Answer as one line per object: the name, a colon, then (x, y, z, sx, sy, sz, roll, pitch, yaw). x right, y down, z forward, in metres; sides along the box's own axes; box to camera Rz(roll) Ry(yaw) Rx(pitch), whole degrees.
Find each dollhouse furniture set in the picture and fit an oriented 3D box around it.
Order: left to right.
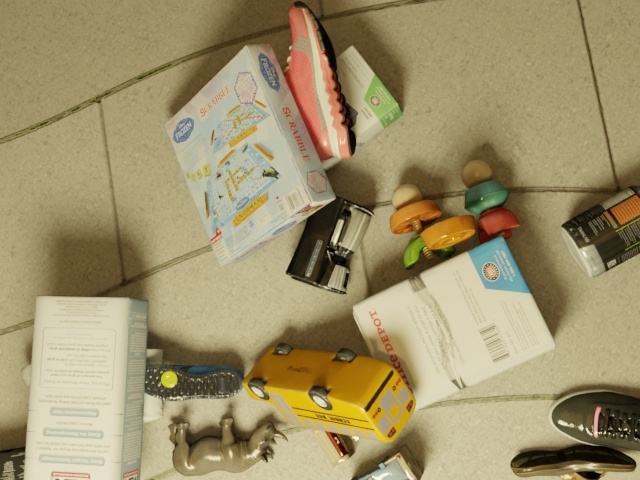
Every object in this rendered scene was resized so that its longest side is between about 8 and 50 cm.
dollhouse furniture set: (0.084, 0.397, 1.705, 0.129, 0.129, 0.184, -34, 80, 5)

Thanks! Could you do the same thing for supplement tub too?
supplement tub: (0.548, -0.024, 1.670, 0.190, 0.117, 0.117, -29, 80, 6)

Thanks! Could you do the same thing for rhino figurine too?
rhino figurine: (-0.181, 0.400, 1.781, 0.243, 0.073, 0.106, -7, 79, 8)

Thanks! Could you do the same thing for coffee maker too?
coffee maker: (0.000, 0.000, 1.778, 0.171, 0.120, 0.178, 20, 87, 35)

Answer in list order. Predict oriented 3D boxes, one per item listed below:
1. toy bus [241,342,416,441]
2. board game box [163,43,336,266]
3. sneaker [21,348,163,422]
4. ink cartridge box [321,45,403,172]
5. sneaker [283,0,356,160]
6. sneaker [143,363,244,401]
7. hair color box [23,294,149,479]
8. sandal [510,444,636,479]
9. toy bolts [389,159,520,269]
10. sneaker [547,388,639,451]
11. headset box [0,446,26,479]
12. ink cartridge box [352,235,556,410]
toy bus: (0.006, 0.274, 1.672, 0.108, 0.332, 0.130, -51, 119, -30)
board game box: (-0.145, -0.154, 1.741, 0.318, 0.066, 0.318, -31, 78, 45)
sneaker: (-0.454, 0.312, 1.820, 0.292, 0.108, 0.169, -7, 80, 8)
ink cartridge box: (0.030, -0.251, 1.797, 0.212, 0.093, 0.154, -36, 80, 7)
sneaker: (-0.034, -0.292, 1.707, 0.136, 0.116, 0.314, -15, 83, 11)
sneaker: (-0.253, 0.276, 1.789, 0.209, 0.082, 0.069, 2, 87, -3)
hair color box: (-0.434, 0.293, 1.710, 0.185, 0.113, 0.375, 1, 83, 9)
sandal: (0.458, 0.417, 1.662, 0.219, 0.090, 0.060, -8, 100, 8)
toy bolts: (0.248, -0.069, 1.699, 0.228, 0.218, 0.158, -16, 75, -10)
sneaker: (0.557, 0.326, 1.616, 0.295, 0.147, 0.105, 8, 85, 9)
headset box: (-0.563, 0.556, 1.813, 0.218, 0.110, 0.293, -11, 82, 9)
ink cartridge box: (0.245, 0.159, 1.699, 0.307, 0.129, 0.223, -25, 82, 7)
